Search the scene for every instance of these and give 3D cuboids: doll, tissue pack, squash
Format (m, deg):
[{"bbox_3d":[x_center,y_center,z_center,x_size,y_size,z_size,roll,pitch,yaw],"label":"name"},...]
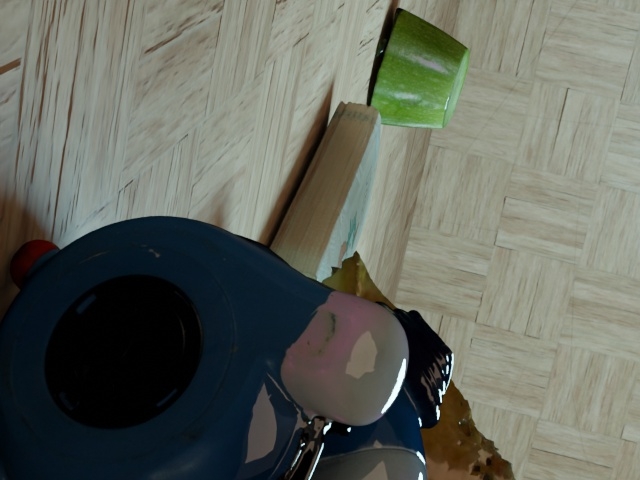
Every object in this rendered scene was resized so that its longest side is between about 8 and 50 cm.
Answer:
[{"bbox_3d":[-0.057,0.118,0.839,0.284,0.240,0.310,-36,150,-4],"label":"doll"},{"bbox_3d":[0.000,0.000,1.689,0.325,0.071,0.170,-67,167,-52],"label":"tissue pack"},{"bbox_3d":[0.134,-0.232,2.162,0.170,0.123,0.170,19,90,-81],"label":"squash"}]

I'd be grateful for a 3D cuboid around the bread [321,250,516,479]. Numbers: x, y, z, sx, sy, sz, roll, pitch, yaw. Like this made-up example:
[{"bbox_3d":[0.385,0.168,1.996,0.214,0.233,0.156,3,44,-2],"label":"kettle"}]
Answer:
[{"bbox_3d":[-0.003,0.233,1.352,0.248,0.315,0.279,-25,-164,47],"label":"bread"}]
